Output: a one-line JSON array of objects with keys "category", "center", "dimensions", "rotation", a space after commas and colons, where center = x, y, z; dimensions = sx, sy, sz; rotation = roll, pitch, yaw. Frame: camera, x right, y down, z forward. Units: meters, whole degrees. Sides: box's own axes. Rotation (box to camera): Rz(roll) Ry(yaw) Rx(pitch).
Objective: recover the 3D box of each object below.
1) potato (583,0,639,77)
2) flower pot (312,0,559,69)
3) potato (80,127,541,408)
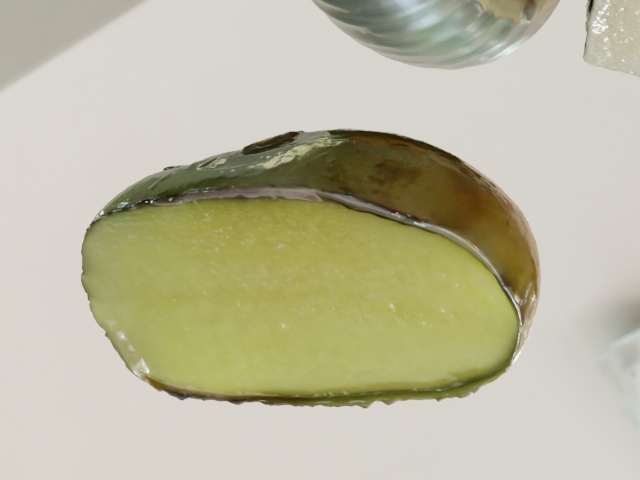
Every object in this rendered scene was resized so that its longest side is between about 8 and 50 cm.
[{"category": "potato", "center": [0.145, -0.123, 0.804], "dimensions": [0.122, 0.061, 0.086], "rotation": [93, -160, -47]}, {"category": "flower pot", "center": [0.077, -0.216, 1.356], "dimensions": [0.243, 0.157, 0.189], "rotation": [26, -96, -54]}, {"category": "potato", "center": [0.000, 0.000, 1.075], "dimensions": [0.160, 0.271, 0.111], "rotation": [60, -138, -31]}]
